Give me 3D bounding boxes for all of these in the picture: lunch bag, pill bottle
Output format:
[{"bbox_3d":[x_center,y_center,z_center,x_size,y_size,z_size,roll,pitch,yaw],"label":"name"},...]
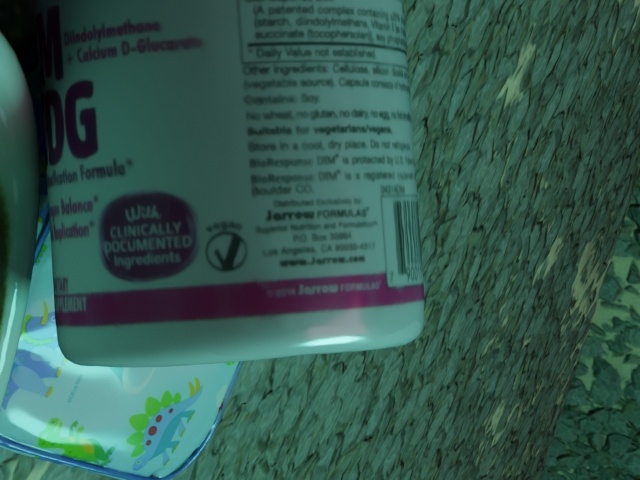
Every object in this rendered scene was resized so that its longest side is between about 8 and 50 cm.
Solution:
[{"bbox_3d":[-0.107,0.005,0.939,0.176,0.090,0.219,23,90,-48],"label":"lunch bag"},{"bbox_3d":[-0.043,-0.091,0.797,0.160,0.160,0.283,0,86,-71],"label":"pill bottle"}]

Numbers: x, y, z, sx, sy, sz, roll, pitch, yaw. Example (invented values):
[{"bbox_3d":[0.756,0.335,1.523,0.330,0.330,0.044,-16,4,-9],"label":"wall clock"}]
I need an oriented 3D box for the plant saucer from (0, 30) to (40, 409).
[{"bbox_3d":[-0.236,0.087,0.672,0.400,0.100,0.400,21,90,-80],"label":"plant saucer"}]
